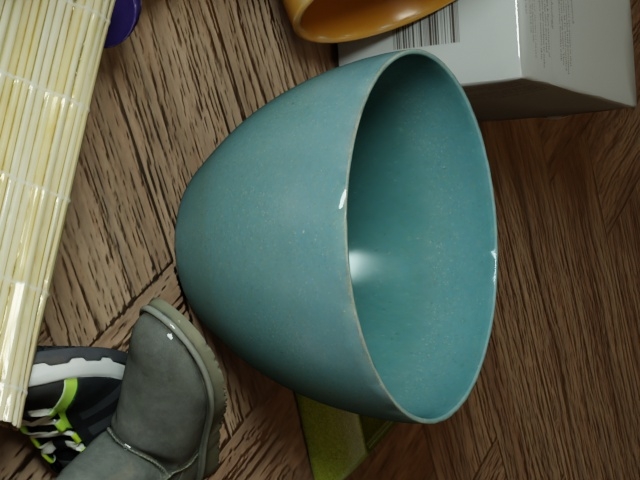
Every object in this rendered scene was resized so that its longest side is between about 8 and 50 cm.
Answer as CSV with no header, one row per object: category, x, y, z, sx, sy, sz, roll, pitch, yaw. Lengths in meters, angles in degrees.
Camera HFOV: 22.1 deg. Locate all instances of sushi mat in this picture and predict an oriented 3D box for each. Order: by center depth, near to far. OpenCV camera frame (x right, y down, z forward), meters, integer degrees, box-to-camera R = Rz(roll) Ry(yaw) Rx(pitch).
sushi mat,-0.221,-0.053,1.021,0.151,0.019,0.317,21,66,-28

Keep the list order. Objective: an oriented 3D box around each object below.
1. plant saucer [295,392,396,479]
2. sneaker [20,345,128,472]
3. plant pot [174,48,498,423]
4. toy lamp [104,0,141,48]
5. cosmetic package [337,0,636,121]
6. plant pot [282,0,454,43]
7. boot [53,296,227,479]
plant saucer,0.038,0.115,1.537,0.188,0.045,0.188,-39,122,-57
sneaker,-0.160,0.123,1.116,0.234,0.084,0.097,16,76,-60
plant pot,0.000,0.000,1.313,0.290,0.195,0.290,8,81,-62
toy lamp,-0.104,-0.229,1.264,0.275,0.080,0.080,-49,130,-54
cosmetic package,0.178,-0.210,1.677,0.365,0.196,0.155,-2,88,-64
plant pot,0.038,-0.302,1.428,0.205,0.205,0.188,0,65,-62
boot,-0.155,0.156,1.043,0.208,0.076,0.190,-33,140,-29
